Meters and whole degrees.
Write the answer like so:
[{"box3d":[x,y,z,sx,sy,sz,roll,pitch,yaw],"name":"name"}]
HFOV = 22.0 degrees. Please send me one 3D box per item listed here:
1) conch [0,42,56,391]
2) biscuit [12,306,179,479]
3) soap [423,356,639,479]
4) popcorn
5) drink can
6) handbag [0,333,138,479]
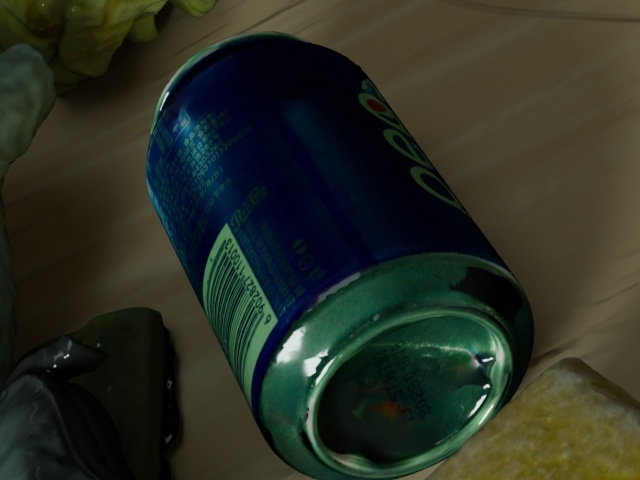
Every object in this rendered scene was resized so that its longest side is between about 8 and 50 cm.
[{"box3d":[-0.267,0.042,0.785,0.303,0.215,0.319,23,39,36],"name":"conch"},{"box3d":[-0.111,0.158,0.698,0.099,0.038,0.322,-22,45,24],"name":"biscuit"},{"box3d":[0.110,0.151,0.515,0.140,0.073,0.232,-41,41,-7],"name":"soap"},{"box3d":[-0.141,-0.160,0.918,0.162,0.135,0.141,4,79,24],"name":"popcorn"},{"box3d":[0.000,0.000,0.691,0.118,0.118,0.205,-36,43,6],"name":"drink can"},{"box3d":[-0.157,0.201,0.623,0.332,0.075,0.191,-58,31,2],"name":"handbag"}]
